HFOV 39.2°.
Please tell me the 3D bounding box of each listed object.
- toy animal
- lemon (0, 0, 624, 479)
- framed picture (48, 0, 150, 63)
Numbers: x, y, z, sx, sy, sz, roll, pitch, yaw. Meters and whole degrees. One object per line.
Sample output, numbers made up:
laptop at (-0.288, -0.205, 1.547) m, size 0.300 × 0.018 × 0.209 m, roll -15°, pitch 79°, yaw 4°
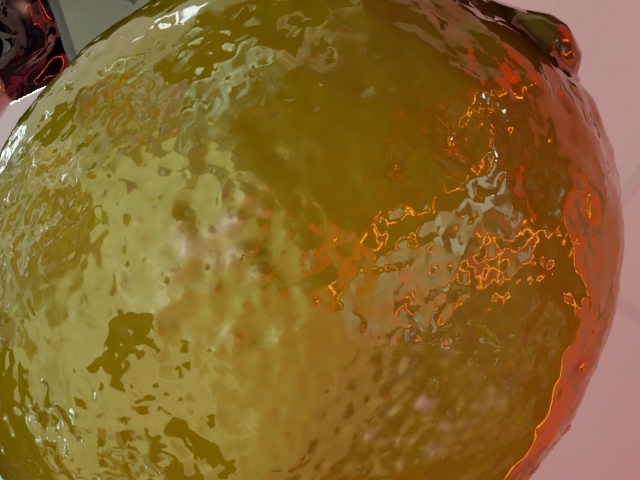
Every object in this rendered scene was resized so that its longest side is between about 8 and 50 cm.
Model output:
toy animal at (-0.381, -0.211, 0.915) m, size 0.212 × 0.267 × 0.212 m, roll 43°, pitch -13°, yaw 12°
lemon at (0.000, 0.000, 0.506) m, size 0.364 × 0.364 × 0.364 m, roll 13°, pitch -55°, yaw 19°
framed picture at (-0.126, -0.302, 0.678) m, size 0.244 × 0.013 × 0.323 m, roll -18°, pitch -89°, yaw 12°
